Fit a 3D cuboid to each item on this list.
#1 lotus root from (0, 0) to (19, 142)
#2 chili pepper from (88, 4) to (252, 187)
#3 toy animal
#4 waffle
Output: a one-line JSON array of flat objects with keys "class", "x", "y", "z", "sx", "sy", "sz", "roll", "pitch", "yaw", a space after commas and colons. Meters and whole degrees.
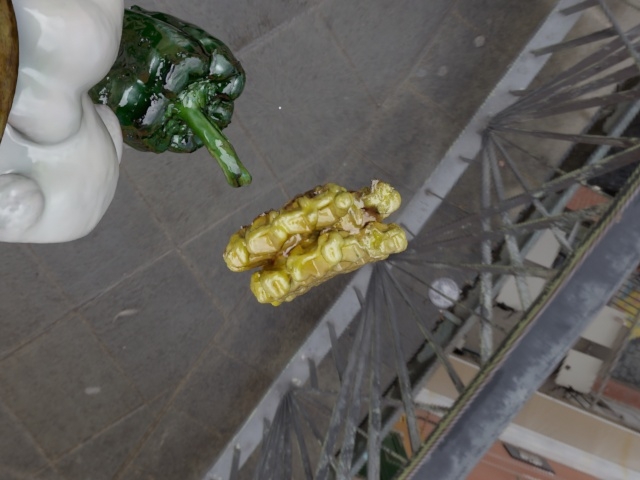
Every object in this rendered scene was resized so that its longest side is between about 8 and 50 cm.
[{"class": "lotus root", "x": -0.275, "y": -0.114, "z": 0.450, "sx": 0.145, "sy": 0.128, "sz": 0.260, "roll": 14, "pitch": 78, "yaw": -26}, {"class": "chili pepper", "x": -0.170, "y": -0.176, "z": 0.848, "sx": 0.261, "sy": 0.174, "sz": 0.165, "roll": 37, "pitch": 100, "yaw": 19}, {"class": "toy animal", "x": -0.253, "y": -0.187, "z": 0.637, "sx": 0.196, "sy": 0.241, "sz": 0.368, "roll": 17, "pitch": 109, "yaw": 11}, {"class": "waffle", "x": 0.000, "y": 0.000, "z": 1.177, "sx": 0.261, "sy": 0.324, "sz": 0.151, "roll": -25, "pitch": 82, "yaw": 26}]
